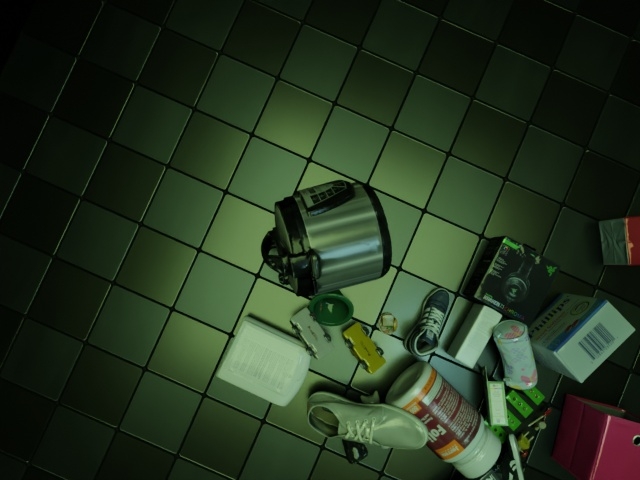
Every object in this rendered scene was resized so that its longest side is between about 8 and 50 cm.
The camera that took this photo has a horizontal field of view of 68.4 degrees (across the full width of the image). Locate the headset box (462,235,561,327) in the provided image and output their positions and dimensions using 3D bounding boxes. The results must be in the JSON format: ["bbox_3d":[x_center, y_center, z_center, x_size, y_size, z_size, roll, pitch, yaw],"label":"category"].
[{"bbox_3d":[0.732,0.146,1.801,0.246,0.131,0.283,30,86,0],"label":"headset box"}]

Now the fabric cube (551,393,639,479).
[{"bbox_3d":[1.049,0.748,1.717,0.254,0.259,0.258,16,87,-2],"label":"fabric cube"}]

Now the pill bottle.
[{"bbox_3d":[0.448,0.654,1.724,0.392,0.224,0.224,44,87,1],"label":"pill bottle"}]

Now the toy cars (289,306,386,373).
[{"bbox_3d":[0.058,0.381,1.772,0.393,0.087,0.176,18,65,-10],"label":"toy cars"}]

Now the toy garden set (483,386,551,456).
[{"bbox_3d":[0.770,0.684,1.820,0.244,0.049,0.204,-45,87,-4],"label":"toy garden set"}]

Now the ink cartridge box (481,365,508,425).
[{"bbox_3d":[0.651,0.579,1.762,0.062,0.109,0.209,-5,72,12],"label":"ink cartridge box"}]

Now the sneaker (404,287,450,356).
[{"bbox_3d":[0.420,0.312,1.774,0.099,0.153,0.282,31,87,0],"label":"sneaker"}]

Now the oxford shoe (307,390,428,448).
[{"bbox_3d":[0.148,0.651,1.655,0.449,0.130,0.169,9,105,20],"label":"oxford shoe"}]

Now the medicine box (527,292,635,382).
[{"bbox_3d":[0.913,0.342,1.717,0.263,0.289,0.149,-43,91,-3],"label":"medicine box"}]

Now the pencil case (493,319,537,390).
[{"bbox_3d":[0.722,0.426,1.748,0.124,0.113,0.273,-14,117,15],"label":"pencil case"}]

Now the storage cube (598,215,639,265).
[{"bbox_3d":[1.205,-0.002,1.783,0.193,0.215,0.184,-5,88,4],"label":"storage cube"}]

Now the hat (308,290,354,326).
[{"bbox_3d":[0.042,0.199,1.836,0.173,0.184,0.208,-3,129,5],"label":"hat"}]

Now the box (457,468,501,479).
[{"bbox_3d":[0.609,1.066,1.725,0.318,0.097,0.395,-39,92,-1],"label":"box"}]

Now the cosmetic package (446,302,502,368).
[{"bbox_3d":[0.584,0.359,1.795,0.085,0.117,0.231,29,88,1],"label":"cosmetic package"}]

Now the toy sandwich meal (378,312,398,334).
[{"bbox_3d":[0.264,0.324,1.831,0.085,0.029,0.086,0,87,-1],"label":"toy sandwich meal"}]

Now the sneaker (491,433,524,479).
[{"bbox_3d":[0.685,0.823,1.767,0.121,0.079,0.217,-11,108,22],"label":"sneaker"}]

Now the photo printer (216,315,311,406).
[{"bbox_3d":[-0.200,0.459,1.775,0.307,0.107,0.256,25,87,-1],"label":"photo printer"}]

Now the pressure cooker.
[{"bbox_3d":[0.001,0.006,1.649,0.420,0.370,0.376,-13,67,-10],"label":"pressure cooker"}]

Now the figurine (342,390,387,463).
[{"bbox_3d":[0.164,0.699,1.788,0.214,0.092,0.209,-23,84,-3],"label":"figurine"}]
